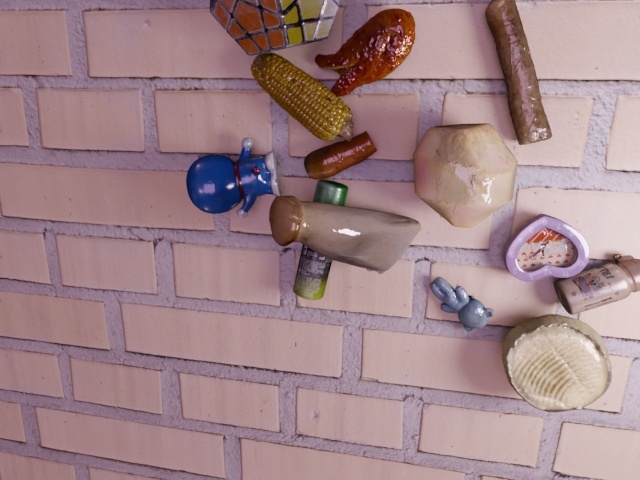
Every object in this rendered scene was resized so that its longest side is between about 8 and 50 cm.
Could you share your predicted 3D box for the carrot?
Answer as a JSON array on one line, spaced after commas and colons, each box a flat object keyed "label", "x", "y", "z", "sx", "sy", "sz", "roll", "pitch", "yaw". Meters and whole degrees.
[{"label": "carrot", "x": 0.052, "y": -0.222, "z": 1.127, "sx": 0.193, "sy": 0.087, "sz": 0.087, "roll": -19, "pitch": 100, "yaw": 15}]

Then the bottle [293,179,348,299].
[{"label": "bottle", "x": 0.000, "y": 0.000, "z": 1.186, "sx": 0.093, "sy": 0.093, "sz": 0.330, "roll": 15, "pitch": 106, "yaw": 6}]

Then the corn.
[{"label": "corn", "x": -0.042, "y": -0.366, "z": 1.093, "sx": 0.322, "sy": 0.119, "sz": 0.119, "roll": 42, "pitch": 107, "yaw": 7}]

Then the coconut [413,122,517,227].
[{"label": "coconut", "x": 0.340, "y": -0.153, "z": 1.018, "sx": 0.259, "sy": 0.259, "sz": 0.259, "roll": 2, "pitch": 104, "yaw": 10}]

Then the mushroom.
[{"label": "mushroom", "x": 0.062, "y": -0.016, "z": 1.077, "sx": 0.407, "sy": 0.137, "sz": 0.154, "roll": 9, "pitch": 126, "yaw": -27}]

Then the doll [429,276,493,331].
[{"label": "doll", "x": 0.389, "y": 0.167, "z": 1.179, "sx": 0.180, "sy": 0.075, "sz": 0.120, "roll": 48, "pitch": 147, "yaw": 16}]

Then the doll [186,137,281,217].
[{"label": "doll", "x": -0.237, "y": -0.168, "z": 1.170, "sx": 0.257, "sy": 0.161, "sz": 0.215, "roll": -7, "pitch": 89, "yaw": -5}]

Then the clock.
[{"label": "clock", "x": 0.577, "y": 0.013, "z": 1.101, "sx": 0.198, "sy": 0.064, "sz": 0.172, "roll": -9, "pitch": 102, "yaw": 12}]

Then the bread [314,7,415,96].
[{"label": "bread", "x": 0.113, "y": -0.462, "z": 1.053, "sx": 0.269, "sy": 0.095, "sz": 0.139, "roll": -24, "pitch": 91, "yaw": 19}]

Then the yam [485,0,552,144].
[{"label": "yam", "x": 0.470, "y": -0.402, "z": 1.015, "sx": 0.081, "sy": 0.081, "sz": 0.356, "roll": -18, "pitch": 98, "yaw": 14}]

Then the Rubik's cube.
[{"label": "Rubik's cube", "x": -0.101, "y": -0.575, "z": 0.956, "sx": 0.264, "sy": 0.319, "sz": 0.319, "roll": -30, "pitch": 97, "yaw": 28}]

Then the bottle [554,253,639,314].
[{"label": "bottle", "x": 0.722, "y": 0.107, "z": 1.086, "sx": 0.209, "sy": 0.097, "sz": 0.110, "roll": -23, "pitch": 66, "yaw": 13}]

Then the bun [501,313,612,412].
[{"label": "bun", "x": 0.614, "y": 0.309, "z": 1.123, "sx": 0.259, "sy": 0.152, "sz": 0.259, "roll": 2, "pitch": 97, "yaw": 20}]
